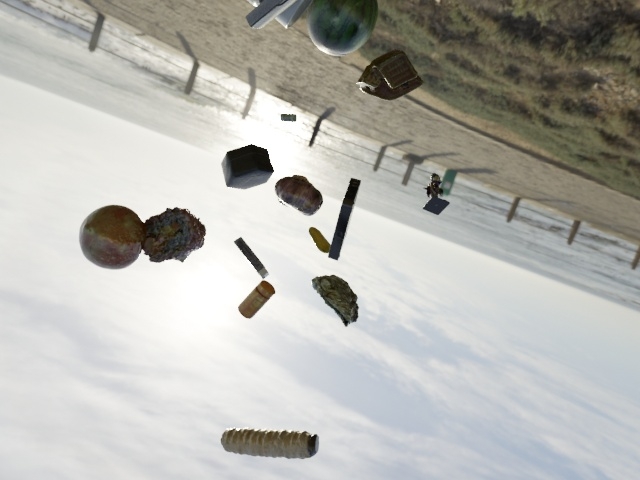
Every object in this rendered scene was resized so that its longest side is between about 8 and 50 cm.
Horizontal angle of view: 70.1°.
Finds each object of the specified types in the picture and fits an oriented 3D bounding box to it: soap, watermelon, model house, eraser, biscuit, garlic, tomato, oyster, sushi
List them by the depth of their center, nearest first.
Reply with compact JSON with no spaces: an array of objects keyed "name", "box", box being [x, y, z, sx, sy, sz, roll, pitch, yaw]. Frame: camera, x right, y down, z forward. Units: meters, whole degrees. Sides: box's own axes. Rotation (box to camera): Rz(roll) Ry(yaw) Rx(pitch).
[{"name":"biscuit","box":[-0.104,0.415,0.935,0.219,0.055,0.061,-6,152,22]},{"name":"tomato","box":[-0.849,-0.017,1.840,0.270,0.270,0.222,24,-177,30]},{"name":"oyster","box":[0.067,0.245,1.948,0.268,0.112,0.198,59,-155,-4]},{"name":"model house","box":[0.290,-0.722,1.996,0.173,0.268,0.239,66,-165,5]},{"name":"sushi","box":[-0.647,-0.013,2.015,0.236,0.270,0.171,64,-176,-2]},{"name":"garlic","box":[-0.089,-0.207,2.027,0.245,0.160,0.245,29,173,4]},{"name":"eraser","box":[-0.316,0.081,2.101,0.212,0.046,0.092,51,170,7]},{"name":"watermelon","box":[0.101,-1.063,2.155,0.363,0.363,0.363,20,-175,-2]},{"name":"soap","box":[0.000,0.000,2.238,0.089,0.033,0.168,2,-135,-40]}]

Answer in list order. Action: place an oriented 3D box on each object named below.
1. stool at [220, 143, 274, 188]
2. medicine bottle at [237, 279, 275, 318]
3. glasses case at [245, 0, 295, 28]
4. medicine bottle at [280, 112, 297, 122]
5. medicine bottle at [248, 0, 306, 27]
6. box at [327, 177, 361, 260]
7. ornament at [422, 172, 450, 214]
[{"name":"stool","box":[-0.334,-0.333,2.079,0.232,0.141,0.232,-17,168,-4]},{"name":"medicine bottle","box":[-0.314,0.290,2.240,0.096,0.192,0.096,39,-162,-15]},{"name":"glasses case","box":[-0.141,-0.719,1.400,0.205,0.047,0.071,-10,-162,46]},{"name":"medicine bottle","box":[-0.172,-0.663,2.468,0.083,0.047,0.047,10,-179,23]},{"name":"medicine bottle","box":[-0.166,-0.910,1.552,0.306,0.245,0.245,41,-179,-12]},{"name":"box","box":[0.108,-0.092,2.051,0.058,0.350,0.211,17,-136,5]},{"name":"ornament","box":[0.469,-0.212,1.859,0.088,0.203,0.081,23,143,-15]}]
